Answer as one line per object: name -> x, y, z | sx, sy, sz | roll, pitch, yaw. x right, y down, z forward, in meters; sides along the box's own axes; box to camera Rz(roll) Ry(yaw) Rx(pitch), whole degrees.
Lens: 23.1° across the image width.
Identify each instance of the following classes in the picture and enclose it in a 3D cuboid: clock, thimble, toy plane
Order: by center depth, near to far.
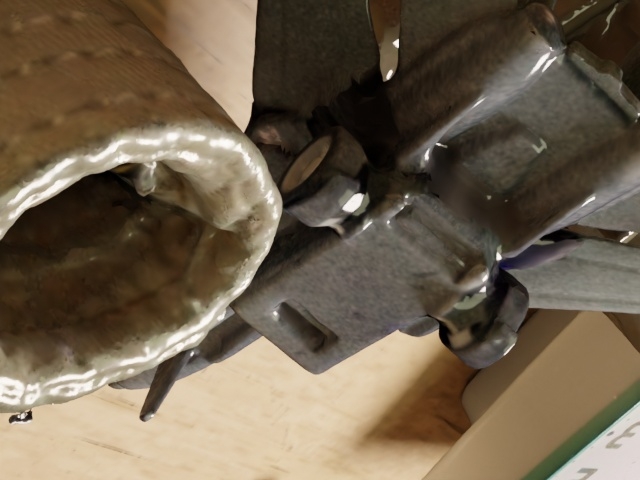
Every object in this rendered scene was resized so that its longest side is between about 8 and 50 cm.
thimble -> -0.079, -0.017, 0.425 | 0.102, 0.090, 0.115 | -51, 149, 13
toy plane -> -0.003, 0.008, 0.506 | 0.267, 0.212, 0.088 | -35, -158, 37
clock -> 0.189, 0.079, 0.881 | 0.231, 0.116, 0.262 | -45, 151, 20

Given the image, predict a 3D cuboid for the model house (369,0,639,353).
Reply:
model house -> 0.145, -0.051, 0.572 | 0.229, 0.188, 0.122 | -33, 167, -12
